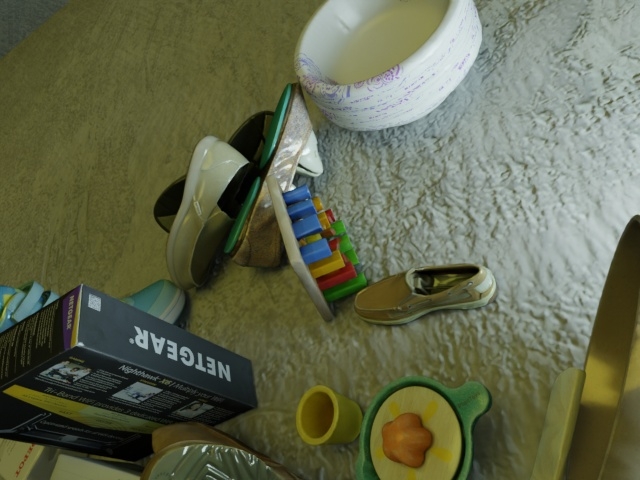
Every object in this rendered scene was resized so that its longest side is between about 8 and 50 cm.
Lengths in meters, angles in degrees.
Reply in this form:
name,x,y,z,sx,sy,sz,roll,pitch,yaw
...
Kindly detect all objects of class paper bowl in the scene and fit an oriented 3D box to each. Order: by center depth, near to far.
name,x,y,z,sx,sy,sz,roll,pitch,yaw
paper bowl,0.111,-0.299,0.833,0.284,0.148,0.284,-17,55,26

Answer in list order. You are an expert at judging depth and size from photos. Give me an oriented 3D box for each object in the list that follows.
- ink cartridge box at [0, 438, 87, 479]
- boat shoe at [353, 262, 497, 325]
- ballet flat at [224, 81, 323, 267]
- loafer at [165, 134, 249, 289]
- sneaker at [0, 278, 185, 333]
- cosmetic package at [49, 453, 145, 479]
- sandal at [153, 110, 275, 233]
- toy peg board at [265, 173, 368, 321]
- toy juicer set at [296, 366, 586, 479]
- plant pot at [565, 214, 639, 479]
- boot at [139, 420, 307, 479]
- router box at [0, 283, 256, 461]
name,x,y,z,sx,sy,sz,roll,pitch,yaw
ink cartridge box,-0.489,0.320,0.904,0.219,0.092,0.160,11,69,38
boat shoe,0.120,0.059,0.661,0.190,0.072,0.068,-18,55,25
ballet flat,-0.059,-0.101,0.857,0.315,0.106,0.107,-71,16,-7
loafer,-0.185,-0.036,0.870,0.092,0.102,0.268,17,105,11
sneaker,-0.379,0.114,0.818,0.127,0.208,0.319,0,34,50
cosmetic package,-0.259,0.414,0.664,0.224,0.138,0.224,-4,63,33
sandal,-0.170,-0.113,0.957,0.303,0.120,0.086,-40,16,4
toy peg board,0.000,0.000,0.732,0.079,0.160,0.161,-22,51,2
toy juicer set,0.098,0.241,0.519,0.329,0.089,0.209,-19,55,38
plant pot,0.348,0.132,0.370,0.274,0.256,0.256,13,71,24
boot,-0.125,0.249,0.558,0.270,0.236,0.089,-3,55,53
router box,-0.274,0.196,0.688,0.243,0.309,0.081,-28,51,17
